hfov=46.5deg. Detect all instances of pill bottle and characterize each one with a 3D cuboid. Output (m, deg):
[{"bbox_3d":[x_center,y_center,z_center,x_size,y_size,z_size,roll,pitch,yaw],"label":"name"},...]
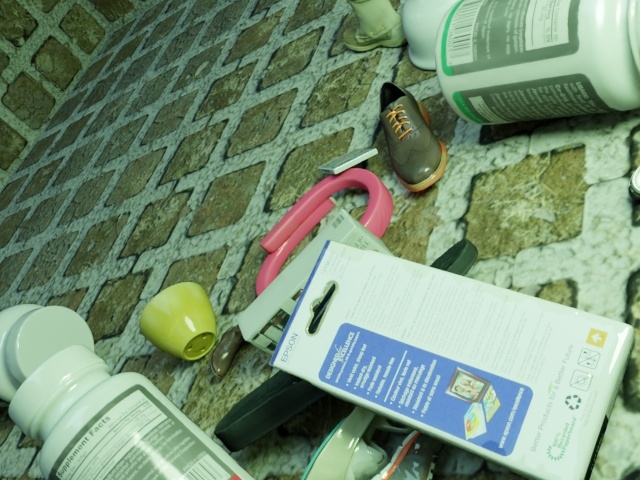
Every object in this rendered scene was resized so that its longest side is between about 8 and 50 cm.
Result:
[{"bbox_3d":[-0.239,0.282,0.950,0.318,0.176,0.176,39,75,13],"label":"pill bottle"},{"bbox_3d":[-0.653,0.246,1.577,0.363,0.210,0.210,-15,42,38],"label":"pill bottle"},{"bbox_3d":[0.356,-0.276,1.042,0.361,0.204,0.204,4,56,50],"label":"pill bottle"}]

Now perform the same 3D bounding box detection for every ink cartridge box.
[{"bbox_3d":[0.134,0.127,0.829,0.371,0.069,0.175,17,74,29],"label":"ink cartridge box"}]

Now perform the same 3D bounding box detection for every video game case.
[{"bbox_3d":[0.048,-0.146,1.363,0.087,0.011,0.122,-27,13,-9],"label":"video game case"}]

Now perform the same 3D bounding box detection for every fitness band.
[{"bbox_3d":[0.000,0.000,1.277,0.291,0.054,0.209,-48,35,-3],"label":"fitness band"}]

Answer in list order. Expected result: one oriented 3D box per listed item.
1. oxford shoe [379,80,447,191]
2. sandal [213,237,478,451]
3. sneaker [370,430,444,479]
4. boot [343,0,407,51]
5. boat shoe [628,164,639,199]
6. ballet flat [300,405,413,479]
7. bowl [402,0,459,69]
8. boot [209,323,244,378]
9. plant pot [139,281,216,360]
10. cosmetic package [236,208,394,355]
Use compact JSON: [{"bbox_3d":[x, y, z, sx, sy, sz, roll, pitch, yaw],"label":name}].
[{"bbox_3d":[0.142,-0.180,1.272,0.097,0.098,0.271,-34,33,16],"label":"oxford shoe"},{"bbox_3d":[0.014,0.125,1.006,0.446,0.107,0.167,-38,3,11],"label":"sandal"},{"bbox_3d":[0.111,0.270,0.852,0.065,0.061,0.158,39,85,31],"label":"sneaker"},{"bbox_3d":[0.092,-0.499,1.628,0.077,0.165,0.213,-54,34,-15],"label":"boot"},{"bbox_3d":[0.425,-0.100,0.919,0.046,0.038,0.125,37,81,14],"label":"boat shoe"},{"bbox_3d":[0.066,0.233,0.914,0.086,0.086,0.248,9,59,52],"label":"ballet flat"},{"bbox_3d":[0.268,-0.483,1.445,0.298,0.134,0.298,-29,36,23],"label":"bowl"},{"bbox_3d":[-0.132,0.161,1.226,0.114,0.037,0.106,-40,27,35],"label":"boot"},{"bbox_3d":[-0.236,0.155,1.309,0.134,0.134,0.095,-45,57,-1],"label":"plant pot"},{"bbox_3d":[-0.008,0.074,1.128,0.239,0.099,0.060,-47,37,9],"label":"cosmetic package"}]
